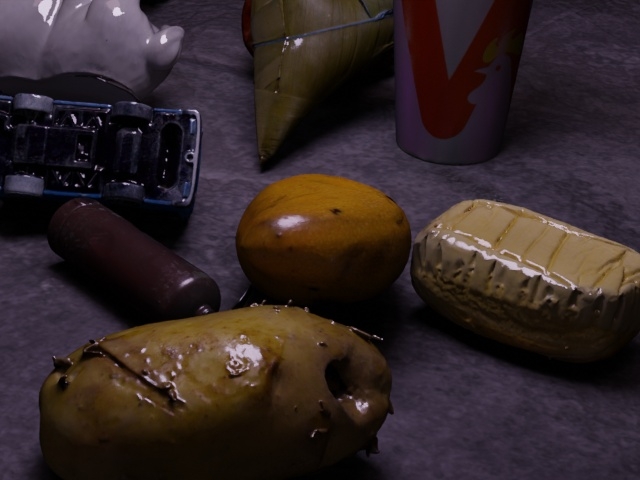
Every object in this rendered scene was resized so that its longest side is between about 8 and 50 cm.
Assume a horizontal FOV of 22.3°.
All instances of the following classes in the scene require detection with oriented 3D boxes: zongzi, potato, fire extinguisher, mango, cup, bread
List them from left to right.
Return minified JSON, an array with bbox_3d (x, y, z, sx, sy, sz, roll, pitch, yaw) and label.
[{"bbox_3d":[-0.163,0.031,1.609,0.089,0.072,0.267,-39,45,-22],"label":"fire extinguisher"},{"bbox_3d":[-0.086,0.135,1.361,0.300,0.140,0.173,-5,25,-8],"label":"potato"},{"bbox_3d":[0.000,0.006,1.588,0.177,0.120,0.295,2,11,6],"label":"mango"},{"bbox_3d":[0.015,-0.203,1.980,0.228,0.256,0.115,7,-11,-39],"label":"zongzi"},{"bbox_3d":[0.168,-0.248,1.950,0.203,0.288,0.203,3,28,-2],"label":"cup"},{"bbox_3d":[0.207,0.044,1.601,0.236,0.106,0.140,21,31,28],"label":"bread"}]

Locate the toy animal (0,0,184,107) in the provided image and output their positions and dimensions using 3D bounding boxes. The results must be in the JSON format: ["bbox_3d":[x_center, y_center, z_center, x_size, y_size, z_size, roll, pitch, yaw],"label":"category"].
[{"bbox_3d":[-0.332,-0.249,1.991,0.325,0.208,0.154,13,68,-4],"label":"toy animal"}]

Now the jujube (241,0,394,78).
[{"bbox_3d":[0.009,-0.281,2.153,0.236,0.168,0.168,8,20,-39],"label":"jujube"}]

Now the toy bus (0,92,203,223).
[{"bbox_3d":[-0.241,-0.089,1.760,0.233,0.116,0.133,5,-8,4],"label":"toy bus"}]
